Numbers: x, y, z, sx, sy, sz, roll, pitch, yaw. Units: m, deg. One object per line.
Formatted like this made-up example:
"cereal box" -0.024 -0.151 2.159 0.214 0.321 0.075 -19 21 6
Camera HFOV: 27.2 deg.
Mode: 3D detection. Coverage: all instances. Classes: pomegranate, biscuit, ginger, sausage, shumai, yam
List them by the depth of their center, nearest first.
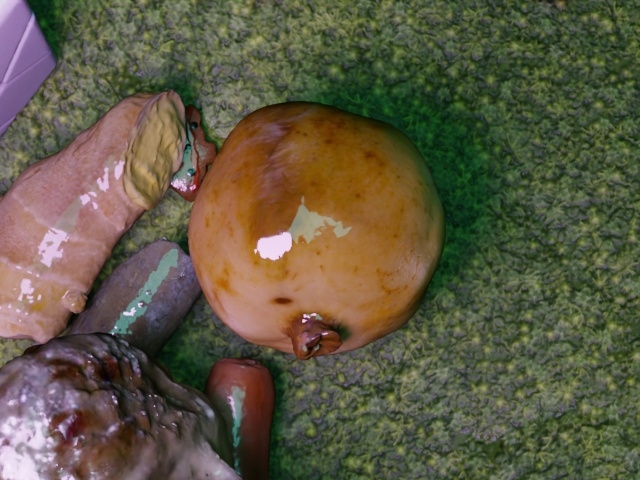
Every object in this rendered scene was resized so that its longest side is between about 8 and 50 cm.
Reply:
"shumai" -0.199 0.323 1.343 0.348 0.395 0.395 40 82 24
"pomegranate" -0.005 -0.017 1.494 0.307 0.307 0.307 1 84 -5
"ginger" -0.279 -0.036 1.533 0.354 0.126 0.190 -46 62 -3
"sausage" -0.096 0.346 1.533 0.094 0.094 0.419 -4 84 23
"yam" -0.237 0.116 1.537 0.106 0.106 0.259 34 79 -1
"biscuit" -0.191 -0.105 1.605 0.129 0.019 0.120 -3 84 -5

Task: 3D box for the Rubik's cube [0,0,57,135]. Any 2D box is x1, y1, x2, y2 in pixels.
"Rubik's cube" -0.514 -0.200 1.435 0.316 0.322 0.319 36 83 1
